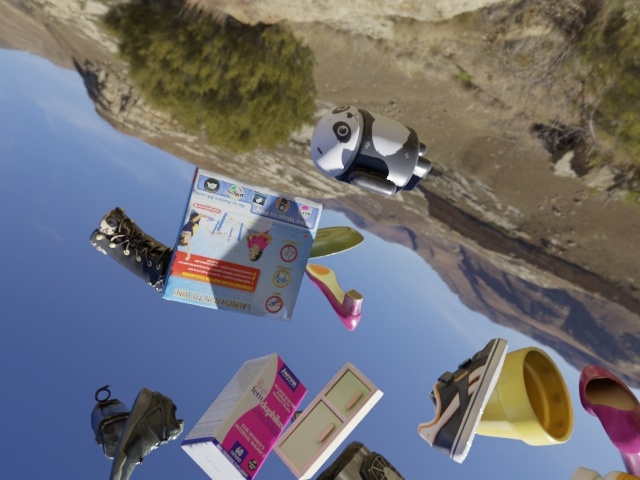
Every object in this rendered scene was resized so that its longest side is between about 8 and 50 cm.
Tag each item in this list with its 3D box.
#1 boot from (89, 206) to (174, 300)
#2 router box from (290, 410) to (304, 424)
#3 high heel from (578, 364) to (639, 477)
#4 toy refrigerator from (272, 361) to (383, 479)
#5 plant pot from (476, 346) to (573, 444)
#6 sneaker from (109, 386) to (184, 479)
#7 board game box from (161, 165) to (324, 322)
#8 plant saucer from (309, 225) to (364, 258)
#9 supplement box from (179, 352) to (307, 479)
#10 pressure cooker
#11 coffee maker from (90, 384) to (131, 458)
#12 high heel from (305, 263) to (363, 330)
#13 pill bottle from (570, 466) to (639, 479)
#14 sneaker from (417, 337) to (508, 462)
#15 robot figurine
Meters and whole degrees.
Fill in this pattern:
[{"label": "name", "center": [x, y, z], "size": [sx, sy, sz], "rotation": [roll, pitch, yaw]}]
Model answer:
[{"label": "boot", "center": [-0.478, 0.027, 1.358], "size": [0.284, 0.138, 0.377], "rotation": [39, 156, -10]}, {"label": "router box", "center": [-0.028, 0.555, 1.430], "size": [0.092, 0.038, 0.122], "rotation": [4, -137, -25]}, {"label": "high heel", "center": [0.690, 0.360, 1.160], "size": [0.377, 0.127, 0.181], "rotation": [-68, -41, -69]}, {"label": "toy refrigerator", "center": [0.019, 0.428, 1.176], "size": [0.102, 0.269, 0.094], "rotation": [40, 173, 27]}, {"label": "plant pot", "center": [0.538, 0.453, 1.401], "size": [0.254, 0.239, 0.253], "rotation": [23, -127, -34]}, {"label": "sneaker", "center": [-0.386, 0.459, 1.107], "size": [0.130, 0.087, 0.227], "rotation": [24, -127, -14]}, {"label": "board game box", "center": [-0.181, 0.013, 1.159], "size": [0.309, 0.301, 0.086], "rotation": [15, -176, -20]}, {"label": "plant saucer", "center": [0.000, 0.000, 1.366], "size": [0.241, 0.037, 0.241], "rotation": [-12, -169, 2]}, {"label": "supplement box", "center": [-0.141, 0.338, 0.949], "size": [0.111, 0.114, 0.220], "rotation": [52, -138, -12]}, {"label": "pressure cooker", "center": [0.154, 0.935, 1.630], "size": [0.420, 0.370, 0.375], "rotation": [41, 155, 20]}, {"label": "coffee maker", "center": [-0.599, 0.519, 1.406], "size": [0.178, 0.120, 0.171], "rotation": [-15, 106, 58]}, {"label": "high heel", "center": [0.029, 0.163, 1.470], "size": [0.244, 0.117, 0.082], "rotation": [30, -149, 33]}, {"label": "pill bottle", "center": [0.519, 0.445, 0.790], "size": [0.118, 0.117, 0.209], "rotation": [25, 165, -39]}, {"label": "sneaker", "center": [0.343, 0.353, 1.183], "size": [0.128, 0.321, 0.126], "rotation": [20, 147, 30]}, {"label": "robot figurine", "center": [0.115, -0.206, 1.134], "size": [0.278, 0.173, 0.209], "rotation": [14, -171, -21]}]
